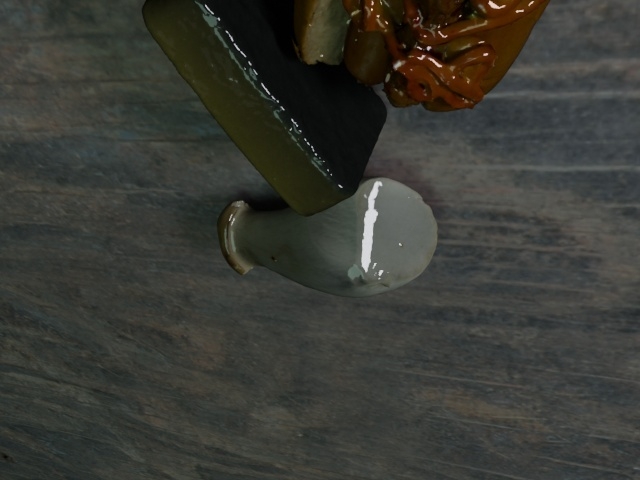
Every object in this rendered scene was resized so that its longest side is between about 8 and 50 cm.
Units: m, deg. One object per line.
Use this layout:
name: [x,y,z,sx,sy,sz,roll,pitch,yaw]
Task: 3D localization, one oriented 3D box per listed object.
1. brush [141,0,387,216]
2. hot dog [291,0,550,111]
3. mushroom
brush: [-0.030,-0.125,0.501,0.059,0.123,0.197,-19,125,35]
hot dog: [0.085,-0.206,0.354,0.158,0.117,0.349,17,140,-6]
mushroom: [0.000,0.000,0.657,0.225,0.093,0.116,-6,110,43]
